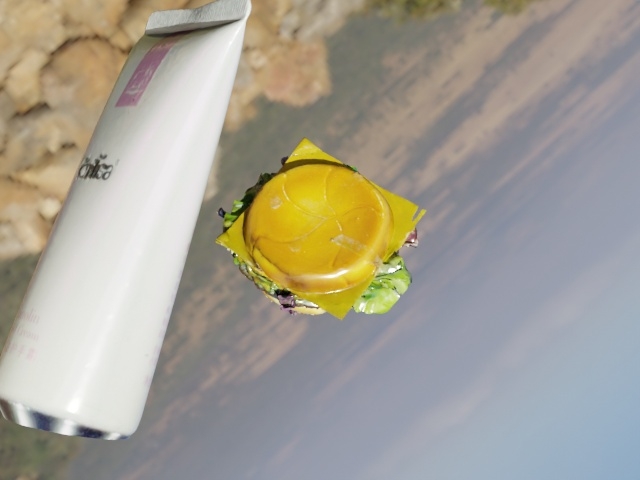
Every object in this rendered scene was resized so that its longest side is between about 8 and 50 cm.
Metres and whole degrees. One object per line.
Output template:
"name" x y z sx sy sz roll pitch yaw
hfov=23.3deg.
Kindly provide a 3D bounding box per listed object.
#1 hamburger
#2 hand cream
"hamburger" 0.001 0.003 1.426 0.164 0.189 0.093 -39 153 -19
"hand cream" -0.152 -0.021 1.221 0.185 0.118 0.359 4 -105 61
